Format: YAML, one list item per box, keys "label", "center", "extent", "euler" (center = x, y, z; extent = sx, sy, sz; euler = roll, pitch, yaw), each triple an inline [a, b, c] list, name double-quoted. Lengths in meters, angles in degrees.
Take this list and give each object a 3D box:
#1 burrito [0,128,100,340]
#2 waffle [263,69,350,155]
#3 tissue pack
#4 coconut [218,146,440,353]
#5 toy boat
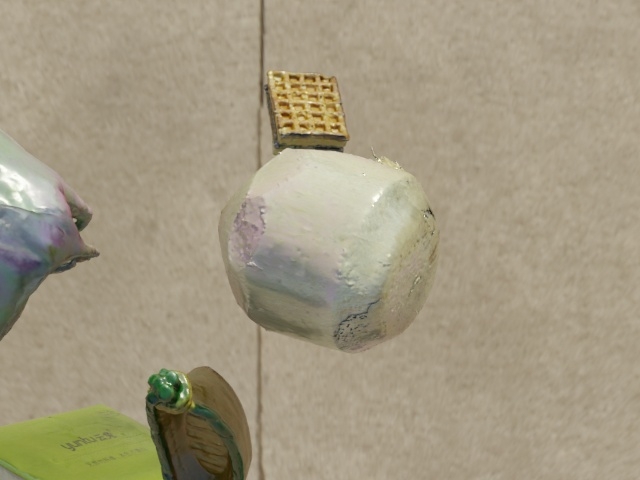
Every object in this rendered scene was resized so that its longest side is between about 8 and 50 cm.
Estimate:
- label: "burrito"
  center: [-0.211, -0.037, 0.701]
  extent: [0.229, 0.089, 0.144]
  euler: [35, 60, 23]
- label: "waffle"
  center: [-0.021, -0.169, 1.958]
  extent: [0.102, 0.042, 0.148]
  euler: [2, 42, -11]
- label: "tissue pack"
  center: [-0.275, 0.305, 1.654]
  extent: [0.200, 0.274, 0.167]
  euler: [22, 101, 26]
- label: "coconut"
  center: [0.000, 0.000, 1.188]
  extent: [0.183, 0.171, 0.171]
  euler: [23, 71, 24]
- label: "toy boat"
  center: [-0.109, 0.178, 1.240]
  extent: [0.089, 0.229, 0.088]
  euler: [11, 41, 20]
